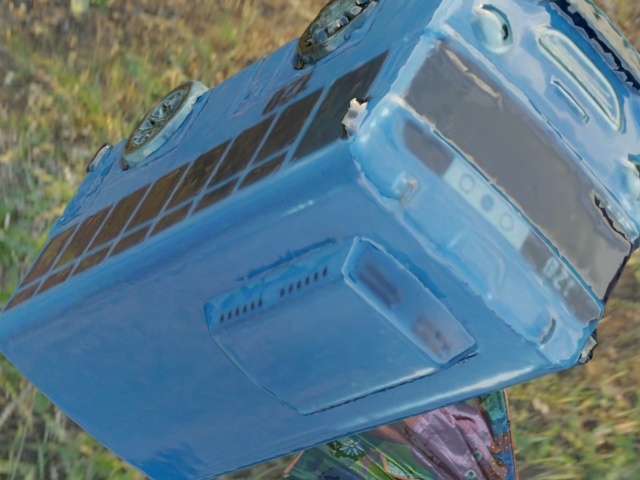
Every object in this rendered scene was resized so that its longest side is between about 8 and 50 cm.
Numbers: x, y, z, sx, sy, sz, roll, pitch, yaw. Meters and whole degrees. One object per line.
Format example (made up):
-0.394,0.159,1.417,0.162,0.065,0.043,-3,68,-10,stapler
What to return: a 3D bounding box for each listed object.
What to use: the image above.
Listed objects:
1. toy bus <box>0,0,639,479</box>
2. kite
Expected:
0.000,0.000,0.460,0.090,0.184,0.106,44,50,-19,toy bus
0.059,0.155,1.155,0.234,0.016,0.321,38,102,-4,kite
